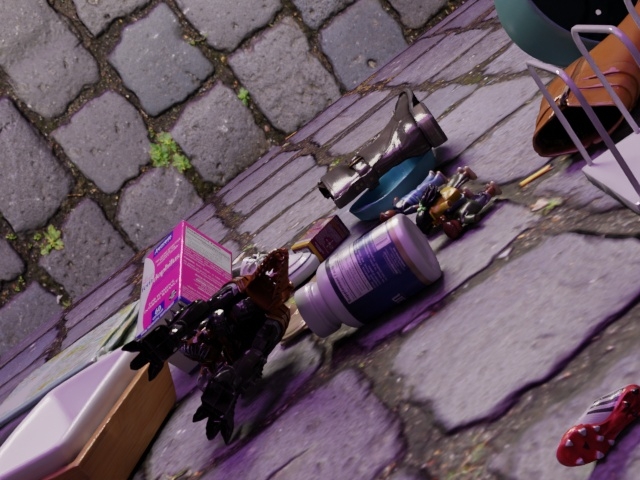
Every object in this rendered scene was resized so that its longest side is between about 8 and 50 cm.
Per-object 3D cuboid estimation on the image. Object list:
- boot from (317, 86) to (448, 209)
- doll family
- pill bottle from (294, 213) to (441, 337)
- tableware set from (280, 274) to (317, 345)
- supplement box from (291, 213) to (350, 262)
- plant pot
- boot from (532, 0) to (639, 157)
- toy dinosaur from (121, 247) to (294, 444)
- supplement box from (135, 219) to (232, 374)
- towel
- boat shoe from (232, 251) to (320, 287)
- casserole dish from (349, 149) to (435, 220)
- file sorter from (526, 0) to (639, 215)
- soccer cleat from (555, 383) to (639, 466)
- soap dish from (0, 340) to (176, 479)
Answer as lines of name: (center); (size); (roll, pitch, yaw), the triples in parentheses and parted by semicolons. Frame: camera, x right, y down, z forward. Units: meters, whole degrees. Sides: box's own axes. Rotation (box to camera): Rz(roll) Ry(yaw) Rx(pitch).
boot: (0.090, -0.154, 1.647); (0.229, 0.091, 0.263); (-35, 15, 6)
doll family: (0.156, -0.047, 1.314); (0.111, 0.076, 0.193); (-45, 9, -14)
pill bottle: (0.055, 0.049, 1.180); (0.169, 0.094, 0.094); (-33, 13, 17)
tableware set: (-0.013, 0.090, 1.383); (0.141, 0.020, 0.168); (-40, 14, -4)
supplement box: (0.000, 0.000, 1.611); (0.083, 0.043, 0.055); (-45, 15, -30)
plant pot: (0.397, -0.398, 1.470); (0.293, 0.293, 0.235); (-39, -4, -9)
boot: (0.389, -0.223, 1.214); (0.283, 0.109, 0.220); (-30, 13, 38)
toy dinosaur: (-0.113, 0.107, 1.201); (0.218, 0.164, 0.322); (-43, -31, -41)
supplement box: (-0.215, 0.088, 1.547); (0.111, 0.114, 0.220); (-44, 27, 21)
towel: (-0.479, 0.277, 1.821); (0.374, 0.090, 0.320); (-34, 10, 14)
boat shoe: (-0.104, 0.061, 1.598); (0.226, 0.076, 0.083); (-28, 16, 34)
casserole dish: (0.126, -0.091, 1.615); (0.188, 0.037, 0.114); (-46, 16, -32)
file sorter: (0.377, -0.188, 0.990); (0.277, 0.173, 0.193); (-36, 12, 8)
soccer cleat: (0.195, 0.130, 0.678); (0.083, 0.029, 0.035); (-37, 4, -16)
soap dish: (-0.337, 0.283, 1.337); (0.229, 0.118, 0.291); (-31, 14, 24)
